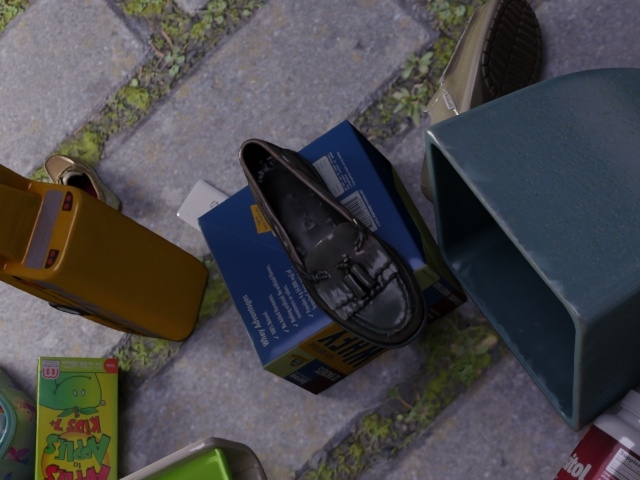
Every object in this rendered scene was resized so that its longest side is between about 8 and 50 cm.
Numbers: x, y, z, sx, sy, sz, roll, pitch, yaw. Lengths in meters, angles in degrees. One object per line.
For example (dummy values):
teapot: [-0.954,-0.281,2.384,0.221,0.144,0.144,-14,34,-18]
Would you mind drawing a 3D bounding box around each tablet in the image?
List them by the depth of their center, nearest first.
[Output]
tablet: [-0.131,-0.034,1.608,0.083,0.006,0.054,32,87,31]

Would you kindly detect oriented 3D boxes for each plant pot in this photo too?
plant pot: [0.275,-0.019,1.278,0.252,0.248,0.247,-30,60,-9]

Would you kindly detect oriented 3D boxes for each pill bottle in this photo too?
pill bottle: [0.278,0.221,1.271,0.086,0.086,0.152,34,88,31]

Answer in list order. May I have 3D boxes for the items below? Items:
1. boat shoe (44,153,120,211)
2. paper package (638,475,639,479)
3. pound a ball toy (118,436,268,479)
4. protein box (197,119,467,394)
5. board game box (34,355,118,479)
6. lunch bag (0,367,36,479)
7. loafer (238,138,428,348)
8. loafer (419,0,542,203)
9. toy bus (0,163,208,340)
boat shoe: [-0.305,-0.073,1.683,0.135,0.045,0.050,34,89,31]
paper package: [0.433,0.272,1.131,0.325,0.168,0.309,21,82,29]
pound a ball toy: [-0.189,0.371,1.415,0.319,0.136,0.208,-29,64,15]
protein box: [0.011,0.021,1.443,0.201,0.136,0.200,-33,61,12]
board game box: [-0.280,0.226,1.537,0.092,0.043,0.181,3,68,-15]
lunch bag: [-0.471,0.269,1.603,0.224,0.108,0.279,37,90,31]
loafer: [0.000,0.000,1.326,0.096,0.084,0.267,-43,60,4]
loafer: [0.164,-0.151,1.452,0.092,0.102,0.268,-2,64,47]
toy bus: [-0.266,0.016,1.464,0.130,0.333,0.108,8,76,29]
